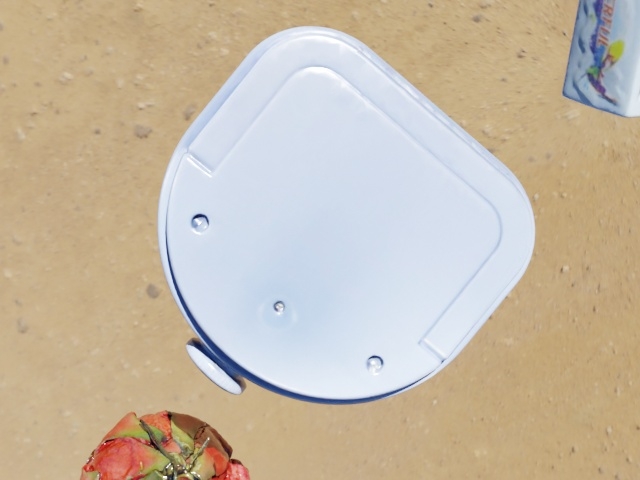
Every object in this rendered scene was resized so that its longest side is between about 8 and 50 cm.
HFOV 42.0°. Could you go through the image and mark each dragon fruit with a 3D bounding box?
[{"bbox_3d":[-0.197,0.324,1.108,0.234,0.233,0.293,53,134,4],"label":"dragon fruit"}]

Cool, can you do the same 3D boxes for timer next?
[{"bbox_3d":[0.000,0.000,0.909,0.394,0.173,0.395,-1,96,-5],"label":"timer"}]

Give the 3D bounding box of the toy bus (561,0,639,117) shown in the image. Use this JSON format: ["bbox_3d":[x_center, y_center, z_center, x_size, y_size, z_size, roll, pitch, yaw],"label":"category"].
[{"bbox_3d":[0.303,-0.277,0.744,0.109,0.136,0.330,30,134,37],"label":"toy bus"}]
